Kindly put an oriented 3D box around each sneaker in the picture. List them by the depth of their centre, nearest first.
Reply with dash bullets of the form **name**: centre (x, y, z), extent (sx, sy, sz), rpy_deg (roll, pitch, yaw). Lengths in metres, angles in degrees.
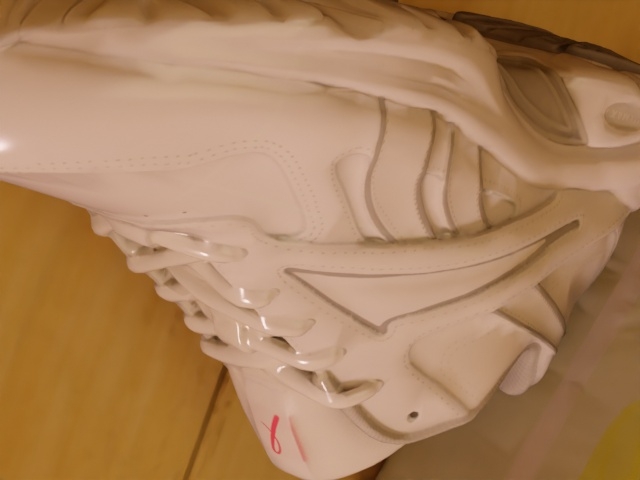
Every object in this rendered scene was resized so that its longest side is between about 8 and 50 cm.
- **sneaker**: centre (0.000, 0.000, 0.430), extent (0.232, 0.090, 0.115), rpy_deg (8, 101, -48)

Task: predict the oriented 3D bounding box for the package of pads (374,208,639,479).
- **package of pads**: centre (0.095, 0.135, 0.574), extent (0.296, 0.101, 0.229), rpy_deg (-57, 136, -16)
